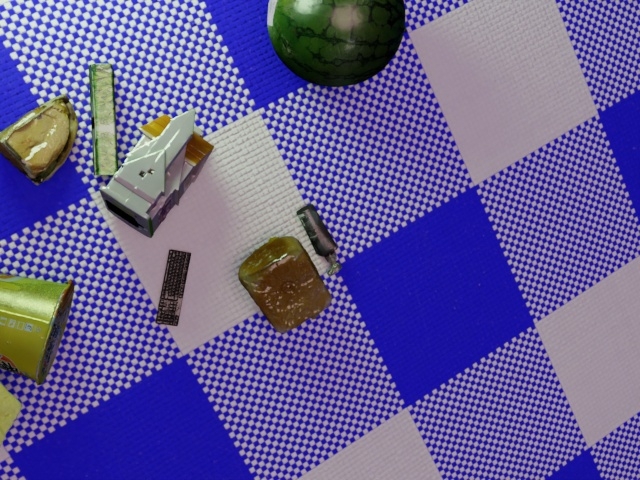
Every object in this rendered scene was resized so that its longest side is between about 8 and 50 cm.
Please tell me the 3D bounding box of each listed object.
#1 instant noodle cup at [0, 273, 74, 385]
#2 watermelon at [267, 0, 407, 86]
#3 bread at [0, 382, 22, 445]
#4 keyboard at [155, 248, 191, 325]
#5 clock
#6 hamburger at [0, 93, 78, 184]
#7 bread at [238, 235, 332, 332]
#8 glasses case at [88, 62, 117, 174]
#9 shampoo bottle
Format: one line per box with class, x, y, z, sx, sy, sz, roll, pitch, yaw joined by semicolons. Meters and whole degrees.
instant noodle cup;-0.728;0.200;1.732;0.200;0.264;0.264;15;91;-11
watermelon;0.045;-0.561;1.858;0.364;0.363;0.363;-2;96;-18
bread;-0.921;0.327;1.615;0.404;0.346;0.242;57;33;-22
keyboard;-0.396;0.128;1.947;0.061;0.013;0.204;11;92;-18
clock;-0.401;-0.186;1.808;0.166;0.235;0.309;34;74;-3
hamburger;-0.678;-0.254;1.772;0.207;0.135;0.155;-53;125;-21
bread;-0.098;0.116;1.963;0.196;0.176;0.246;-31;119;-2
glasses case;-0.544;-0.300;1.812;0.062;0.095;0.272;-3;96;-13
shampoo bottle;0.000;0.000;2.041;0.064;0.057;0.207;-31;104;-13
